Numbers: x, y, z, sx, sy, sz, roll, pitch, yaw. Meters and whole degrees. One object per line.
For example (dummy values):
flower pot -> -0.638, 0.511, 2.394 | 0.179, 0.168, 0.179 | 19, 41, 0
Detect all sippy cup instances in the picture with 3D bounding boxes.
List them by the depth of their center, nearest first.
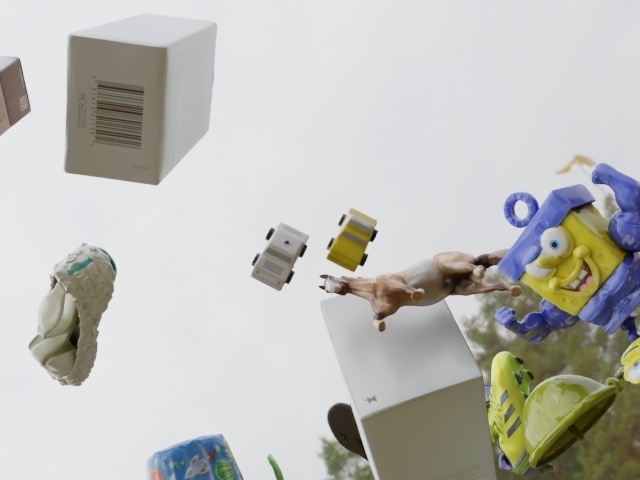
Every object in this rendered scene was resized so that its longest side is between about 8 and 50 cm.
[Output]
sippy cup -> -0.242, 0.514, 1.666 | 0.305, 0.224, 0.240 | -8, -19, -34

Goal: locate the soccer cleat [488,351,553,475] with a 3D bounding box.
soccer cleat -> 0.333, 0.316, 1.480 | 0.093, 0.121, 0.289 | -70, -36, -49

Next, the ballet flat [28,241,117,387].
ballet flat -> -0.515, 0.169, 1.658 | 0.147, 0.147, 0.409 | -17, -35, -41

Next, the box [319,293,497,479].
box -> 0.134, 0.246, 1.218 | 0.168, 0.215, 0.345 | -19, -47, -2

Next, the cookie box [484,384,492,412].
cookie box -> 0.271, 0.308, 1.544 | 0.107, 0.040, 0.092 | 2, -43, -20

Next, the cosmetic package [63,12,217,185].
cosmetic package -> -0.309, -0.272, 1.506 | 0.453, 0.161, 0.230 | -79, -3, -71

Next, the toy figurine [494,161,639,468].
toy figurine -> 0.271, 0.039, 0.865 | 0.191, 0.217, 0.362 | -25, -28, -48

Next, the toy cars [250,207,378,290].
toy cars -> 0.000, 0.000, 1.984 | 0.393, 0.176, 0.087 | -13, -34, -32

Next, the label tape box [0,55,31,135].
label tape box -> -0.636, -0.191, 1.289 | 0.334, 0.240, 0.106 | -76, -13, -60

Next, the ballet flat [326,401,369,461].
ballet flat -> 0.104, 0.441, 1.852 | 0.250, 0.058, 0.084 | 42, -89, -17

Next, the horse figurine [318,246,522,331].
horse figurine -> 0.141, 0.053, 1.054 | 0.263, 0.174, 0.066 | -16, -81, -8
